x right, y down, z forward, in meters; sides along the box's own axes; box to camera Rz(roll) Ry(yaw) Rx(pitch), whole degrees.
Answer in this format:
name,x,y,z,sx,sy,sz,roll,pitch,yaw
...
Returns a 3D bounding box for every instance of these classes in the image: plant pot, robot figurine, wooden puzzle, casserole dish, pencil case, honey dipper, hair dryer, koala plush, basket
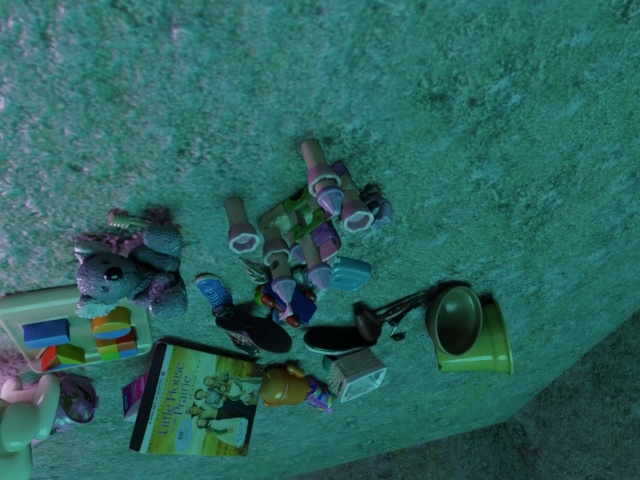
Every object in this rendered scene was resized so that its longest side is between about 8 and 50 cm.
name,x,y,z,sx,sy,sz,roll,pitch,yaw
plant pot,0.545,0.375,2.018,0.254,0.276,0.276,-11,147,9
robot figurine,-0.133,0.527,1.983,0.158,0.128,0.219,-24,150,34
wooden puzzle,-0.602,0.241,1.390,0.322,0.080,0.347,-8,144,-17
casserole dish,0.068,0.101,1.567,0.188,0.037,0.114,15,132,-39
pencil case,-0.847,0.541,1.622,0.386,0.160,0.167,-30,173,14
honey dipper,-0.370,-0.034,1.172,0.161,0.030,0.030,11,136,-43
plant pot,0.434,0.268,1.870,0.237,0.237,0.110,10,176,-36
hair dryer,0.215,0.248,1.837,0.294,0.080,0.223,4,124,-39
koala plush,-0.410,0.079,1.171,0.221,0.196,0.203,-6,176,-19
pencil case,-0.016,0.619,2.194,0.104,0.104,0.236,-27,145,10
basket,0.117,0.442,1.813,0.167,0.103,0.113,-14,136,-32

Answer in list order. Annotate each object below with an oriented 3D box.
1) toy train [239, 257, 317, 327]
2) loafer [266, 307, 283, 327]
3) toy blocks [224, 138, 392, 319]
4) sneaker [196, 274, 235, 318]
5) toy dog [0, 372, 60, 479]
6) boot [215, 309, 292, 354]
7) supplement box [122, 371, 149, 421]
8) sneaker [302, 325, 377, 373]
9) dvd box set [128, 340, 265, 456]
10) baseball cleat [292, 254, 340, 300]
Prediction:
name,x,y,z,sx,sy,sz,roll,pitch,yaw
toy train,-0.140,0.136,1.470,0.248,0.105,0.143,40,151,-12
loafer,-0.141,0.250,1.659,0.050,0.056,0.148,-2,132,-23
toy blocks,0.000,0.000,1.193,0.289,0.260,0.309,-34,143,20
sneaker,-0.269,0.153,1.428,0.058,0.084,0.152,-23,146,5
toy dog,-0.903,0.466,1.291,0.285,0.395,0.408,-4,163,39
boot,-0.178,0.286,1.587,0.236,0.085,0.178,19,154,17
supplement box,-0.515,0.487,1.749,0.220,0.111,0.114,-35,143,21
sneaker,0.037,0.383,1.879,0.296,0.123,0.178,7,128,-35
dvd box set,-0.361,0.501,1.695,0.062,0.307,0.420,-2,160,39
baseball cleat,-0.015,0.078,1.463,0.110,0.072,0.205,14,122,-3
